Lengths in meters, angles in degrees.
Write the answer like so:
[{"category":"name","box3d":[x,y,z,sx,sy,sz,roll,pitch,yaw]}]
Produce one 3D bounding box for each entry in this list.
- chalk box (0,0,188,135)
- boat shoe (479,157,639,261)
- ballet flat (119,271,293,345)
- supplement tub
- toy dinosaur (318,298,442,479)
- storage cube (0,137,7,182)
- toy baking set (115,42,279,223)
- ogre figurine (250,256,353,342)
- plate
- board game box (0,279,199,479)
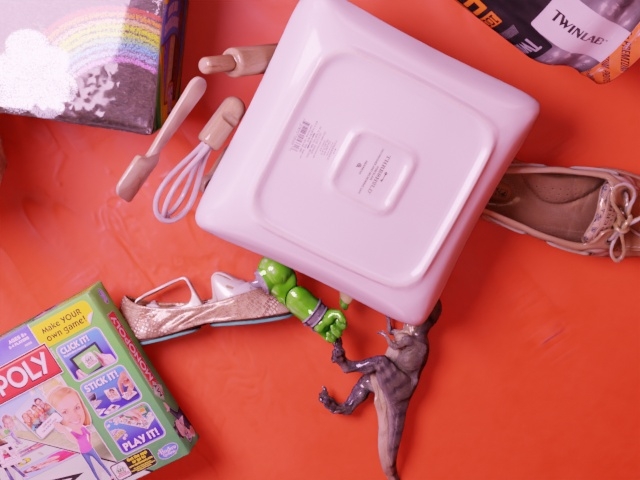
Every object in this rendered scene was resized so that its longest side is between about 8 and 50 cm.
[{"category":"chalk box","box3d":[-0.229,-0.268,1.174,0.180,0.179,0.289,8,100,-1]},{"category":"boat shoe","box3d":[0.272,-0.033,1.269,0.285,0.089,0.105,9,101,-2]},{"category":"ballet flat","box3d":[-0.131,0.071,1.298,0.206,0.073,0.067,-11,93,-1]},{"category":"supplement tub","box3d":[0.207,-0.310,1.161,0.316,0.193,0.193,36,99,-6]},{"category":"toy dinosaur","box3d":[0.064,0.162,1.325,0.118,0.064,0.268,8,105,-9]},{"category":"storage cube","box3d":[-0.435,-0.122,1.150,0.193,0.215,0.184,-13,107,-7]},{"category":"toy baking set","box3d":[-0.097,-0.111,1.189,0.030,0.256,0.197,31,114,27]},{"category":"ogre figurine","box3d":[0.000,0.000,1.271,0.118,0.097,0.197,20,106,-12]},{"category":"plate","box3d":[0.050,-0.075,1.179,0.278,0.045,0.277,25,103,-11]},{"category":"board game box","box3d":[-0.327,0.208,1.306,0.317,0.046,0.213,-28,101,16]}]
